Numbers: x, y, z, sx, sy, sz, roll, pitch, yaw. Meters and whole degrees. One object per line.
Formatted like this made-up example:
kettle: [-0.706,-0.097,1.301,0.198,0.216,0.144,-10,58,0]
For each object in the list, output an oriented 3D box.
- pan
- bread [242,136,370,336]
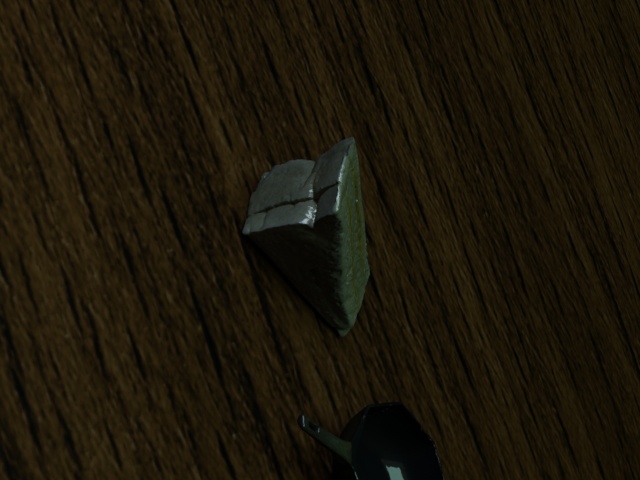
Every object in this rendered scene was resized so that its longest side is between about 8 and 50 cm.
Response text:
pan: [0.031,0.171,1.532,0.202,0.048,0.128,53,33,-29]
bread: [0.020,0.000,1.564,0.152,0.105,0.077,45,44,-34]
